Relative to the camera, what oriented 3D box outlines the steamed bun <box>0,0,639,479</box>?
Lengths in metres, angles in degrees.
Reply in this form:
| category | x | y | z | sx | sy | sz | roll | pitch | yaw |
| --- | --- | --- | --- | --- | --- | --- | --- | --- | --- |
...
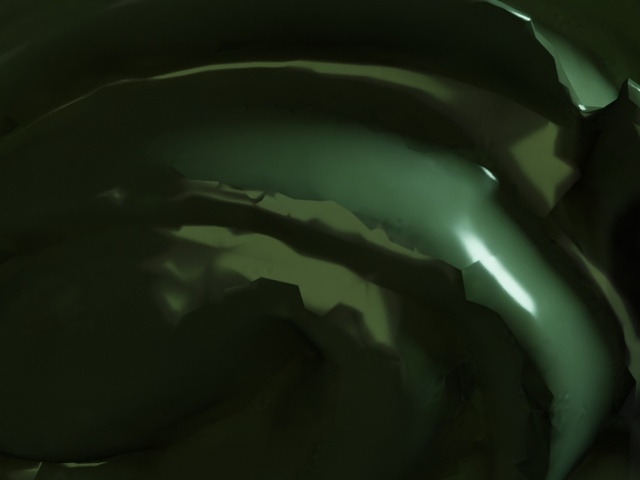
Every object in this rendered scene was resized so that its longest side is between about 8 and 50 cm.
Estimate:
| category | x | y | z | sx | sy | sz | roll | pitch | yaw |
| --- | --- | --- | --- | --- | --- | --- | --- | --- | --- |
| steamed bun | 0.000 | 0.000 | 0.477 | 0.343 | 0.255 | 0.367 | -8 | 105 | 3 |
